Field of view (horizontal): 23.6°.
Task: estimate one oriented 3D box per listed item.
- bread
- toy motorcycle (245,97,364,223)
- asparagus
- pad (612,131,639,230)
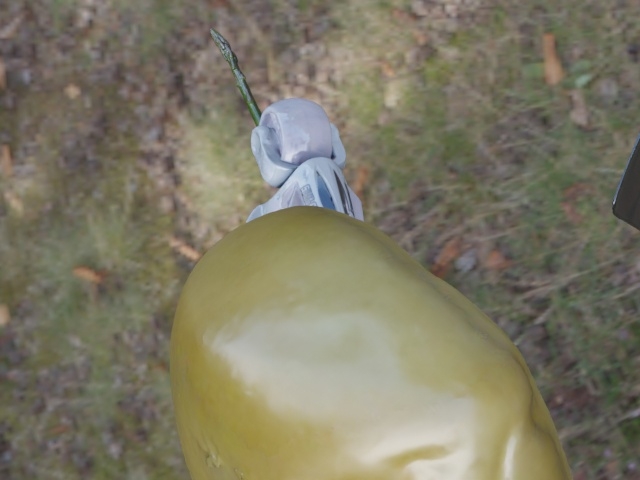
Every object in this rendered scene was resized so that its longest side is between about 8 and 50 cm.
[{"bbox_3d":[0.022,0.093,0.494,0.147,0.098,0.217,39,158,55],"label":"bread"},{"bbox_3d":[0.000,0.000,1.240,0.112,0.112,0.254,-22,72,39],"label":"toy motorcycle"},{"bbox_3d":[-0.068,-0.134,1.489,0.016,0.016,0.162,-9,108,56],"label":"asparagus"},{"bbox_3d":[0.196,-0.052,0.805,0.003,0.157,0.112,22,91,30],"label":"pad"}]
